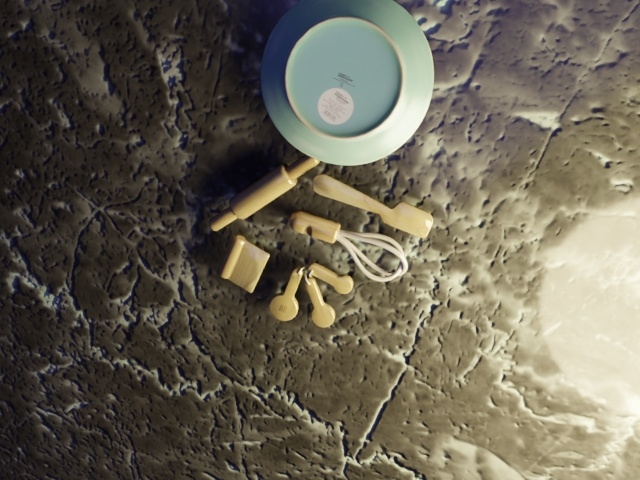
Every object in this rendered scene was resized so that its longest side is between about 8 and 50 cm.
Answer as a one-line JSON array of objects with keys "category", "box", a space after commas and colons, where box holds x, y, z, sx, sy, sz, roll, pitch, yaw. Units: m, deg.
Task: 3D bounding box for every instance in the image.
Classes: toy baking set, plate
[{"category": "toy baking set", "box": [-0.005, -0.005, 0.858, 0.256, 0.030, 0.197, -36, 102, 23]}, {"category": "plate", "box": [0.026, -0.171, 0.770, 0.188, 0.024, 0.188, 2, 105, 7]}]
